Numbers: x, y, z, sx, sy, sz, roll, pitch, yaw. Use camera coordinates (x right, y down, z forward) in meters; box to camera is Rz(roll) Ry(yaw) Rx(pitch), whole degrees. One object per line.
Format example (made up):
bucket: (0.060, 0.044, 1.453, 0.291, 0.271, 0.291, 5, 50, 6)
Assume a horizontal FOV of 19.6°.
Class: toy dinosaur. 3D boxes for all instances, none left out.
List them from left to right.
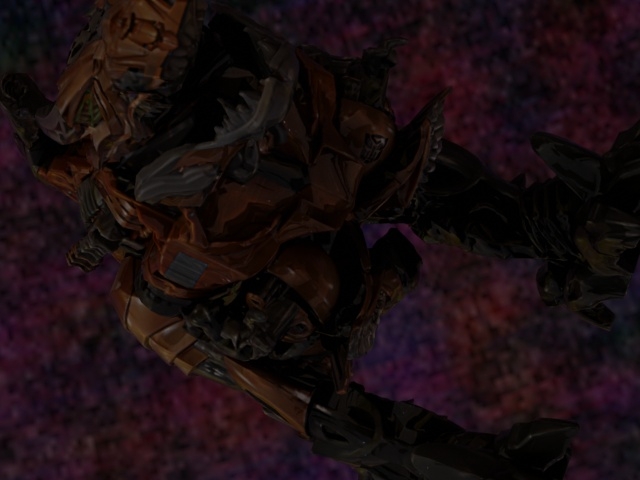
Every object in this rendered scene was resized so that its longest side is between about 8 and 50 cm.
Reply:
toy dinosaur: (0.000, 0.000, 0.661, 0.218, 0.164, 0.322, 18, -177, 10)
